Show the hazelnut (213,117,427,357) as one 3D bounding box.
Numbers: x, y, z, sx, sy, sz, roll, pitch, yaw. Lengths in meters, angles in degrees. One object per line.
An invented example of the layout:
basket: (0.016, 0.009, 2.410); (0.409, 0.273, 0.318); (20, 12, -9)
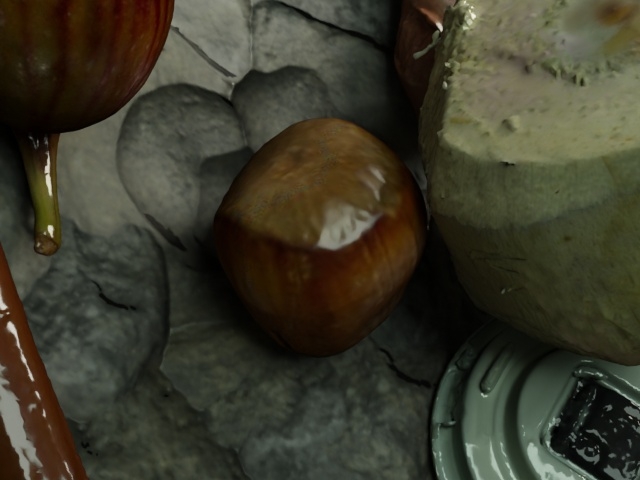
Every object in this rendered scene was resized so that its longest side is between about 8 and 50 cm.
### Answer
hazelnut: (0.000, 0.000, 0.878); (0.150, 0.150, 0.150); (13, 65, -29)

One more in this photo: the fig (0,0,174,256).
fig: (-0.175, -0.124, 0.808); (0.175, 0.207, 0.175); (8, 36, -6)

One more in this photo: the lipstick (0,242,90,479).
lipstick: (-0.164, 0.144, 0.736); (0.077, 0.077, 0.419); (-17, 80, -37)

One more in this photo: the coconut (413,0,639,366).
coconut: (0.215, -0.054, 0.897); (0.255, 0.297, 0.297); (59, 42, -45)

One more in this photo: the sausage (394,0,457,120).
sausage: (0.104, -0.287, 1.075); (0.094, 0.094, 0.419); (-3, 68, 7)

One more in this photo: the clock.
clock: (0.197, 0.145, 0.942); (0.236, 0.053, 0.237); (5, 62, -10)
